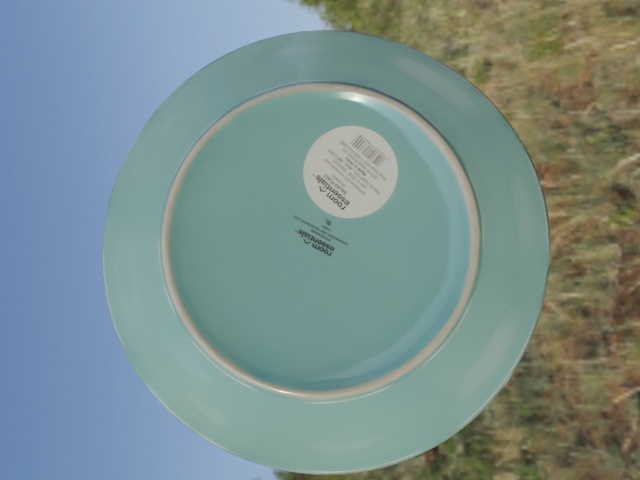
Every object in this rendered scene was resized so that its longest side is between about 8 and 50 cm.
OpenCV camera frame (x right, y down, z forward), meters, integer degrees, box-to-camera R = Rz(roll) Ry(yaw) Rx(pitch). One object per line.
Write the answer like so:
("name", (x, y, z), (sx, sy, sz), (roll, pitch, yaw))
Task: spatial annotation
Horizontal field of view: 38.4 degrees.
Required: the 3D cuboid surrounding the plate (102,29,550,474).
("plate", (0.000, 0.000, 0.375), (0.024, 0.188, 0.188), (60, -150, -80))
